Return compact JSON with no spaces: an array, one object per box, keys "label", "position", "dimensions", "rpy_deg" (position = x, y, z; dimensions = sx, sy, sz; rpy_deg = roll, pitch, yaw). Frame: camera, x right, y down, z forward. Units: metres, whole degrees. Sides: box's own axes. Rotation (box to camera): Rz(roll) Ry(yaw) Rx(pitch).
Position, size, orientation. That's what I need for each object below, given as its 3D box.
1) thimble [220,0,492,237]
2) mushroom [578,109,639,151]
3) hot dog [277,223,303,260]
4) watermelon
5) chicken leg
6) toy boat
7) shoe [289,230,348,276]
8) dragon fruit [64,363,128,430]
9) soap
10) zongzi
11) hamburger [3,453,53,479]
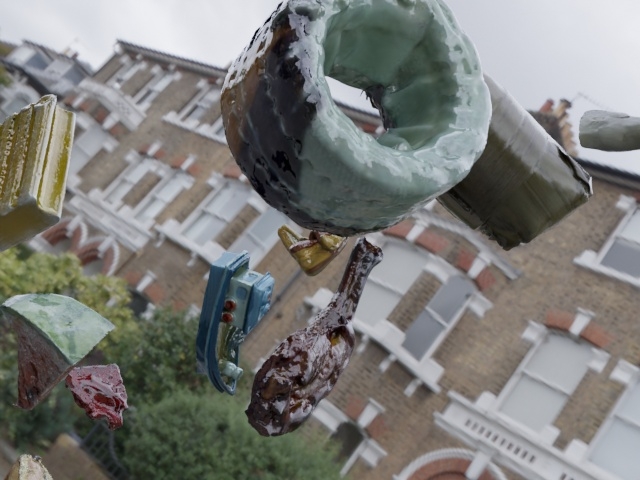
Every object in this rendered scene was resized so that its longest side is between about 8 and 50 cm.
[{"label":"thimble","position":[0.037,-0.127,0.689],"dimensions":[0.237,0.237,0.150],"rpy_deg":[42,-33,-9]},{"label":"mushroom","position":[0.585,-0.197,1.398],"dimensions":[0.092,0.081,0.223],"rpy_deg":[10,3,-43]},{"label":"hot dog","position":[-0.049,0.014,1.620],"dimensions":[0.028,0.044,0.137],"rpy_deg":[43,5,-47]},{"label":"watermelon","position":[-0.326,0.148,0.973],"dimensions":[0.121,0.098,0.158],"rpy_deg":[10,-73,27]},{"label":"chicken leg","position":[-0.002,0.160,1.253],"dimensions":[0.096,0.407,0.158],"rpy_deg":[15,-42,25]},{"label":"toy boat","position":[-0.133,0.136,1.180],"dimensions":[0.098,0.109,0.237],"rpy_deg":[18,-67,12]},{"label":"shoe","position":[0.000,0.002,1.230],"dimensions":[0.069,0.109,0.072],"rpy_deg":[45,-2,-27]},{"label":"dragon fruit","position":[-0.398,0.274,1.331],"dimensions":[0.063,0.097,0.131],"rpy_deg":[67,-3,-61]},{"label":"soap","position":[-0.546,-0.128,1.404],"dimensions":[0.174,0.274,0.089],"rpy_deg":[-23,-42,20]},{"label":"zongzi","position":[0.213,-0.205,1.423],"dimensions":[0.500,0.218,0.467],"rpy_deg":[46,-4,-5]},{"label":"hamburger","position":[-0.524,0.469,1.351],"dimensions":[0.087,0.102,0.176],"rpy_deg":[32,6,-32]}]
